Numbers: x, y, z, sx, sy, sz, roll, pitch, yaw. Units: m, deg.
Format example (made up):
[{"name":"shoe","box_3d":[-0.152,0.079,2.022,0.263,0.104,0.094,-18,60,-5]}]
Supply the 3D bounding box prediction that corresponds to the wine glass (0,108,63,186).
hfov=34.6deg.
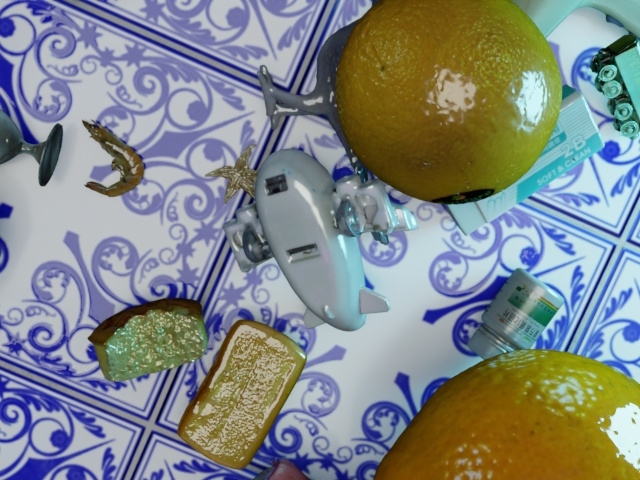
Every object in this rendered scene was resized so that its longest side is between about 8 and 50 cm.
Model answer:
[{"name":"wine glass","box_3d":[-0.451,-0.140,1.353,0.202,0.093,0.093,17,96,-3]}]

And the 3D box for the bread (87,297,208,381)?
[{"name":"bread","box_3d":[-0.231,0.125,1.369,0.156,0.125,0.086,-16,104,-17]}]

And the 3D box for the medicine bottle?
[{"name":"medicine bottle","box_3d":[0.263,0.109,1.393,0.080,0.080,0.130,35,94,-4]}]

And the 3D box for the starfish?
[{"name":"starfish","box_3d":[-0.112,-0.091,1.400,0.086,0.016,0.092,20,101,-4]}]

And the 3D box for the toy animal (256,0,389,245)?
[{"name":"toy animal","box_3d":[0.017,-0.183,1.359,0.206,0.081,0.367,7,100,0]}]

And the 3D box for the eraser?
[{"name":"eraser","box_3d":[0.263,-0.107,1.369,0.225,0.052,0.095,-33,125,3]}]

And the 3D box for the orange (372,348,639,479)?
[{"name":"orange","box_3d":[0.239,0.320,1.263,0.424,0.424,0.326,-47,62,4]}]

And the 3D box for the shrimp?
[{"name":"shrimp","box_3d":[-0.297,-0.108,1.393,0.083,0.023,0.114,-43,99,6]}]

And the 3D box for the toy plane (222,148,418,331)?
[{"name":"toy plane","box_3d":[-0.002,0.002,1.340,0.267,0.122,0.267,9,119,17]}]

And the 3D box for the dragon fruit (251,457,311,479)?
[{"name":"dragon fruit","box_3d":[-0.056,0.434,1.327,0.189,0.290,0.290,32,95,1]}]

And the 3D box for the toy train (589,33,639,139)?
[{"name":"toy train","box_3d":[0.406,-0.200,1.356,0.071,0.038,0.148,-30,123,8]}]

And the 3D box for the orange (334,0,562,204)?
[{"name":"orange","box_3d":[0.153,-0.175,1.221,0.274,0.274,0.274,0,96,-1]}]

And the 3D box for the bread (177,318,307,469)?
[{"name":"bread","box_3d":[-0.106,0.208,1.402,0.116,0.077,0.200,29,93,-2]}]

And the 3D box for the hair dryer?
[{"name":"hair dryer","box_3d":[0.329,-0.272,1.356,0.296,0.119,0.298,-37,108,9]}]
